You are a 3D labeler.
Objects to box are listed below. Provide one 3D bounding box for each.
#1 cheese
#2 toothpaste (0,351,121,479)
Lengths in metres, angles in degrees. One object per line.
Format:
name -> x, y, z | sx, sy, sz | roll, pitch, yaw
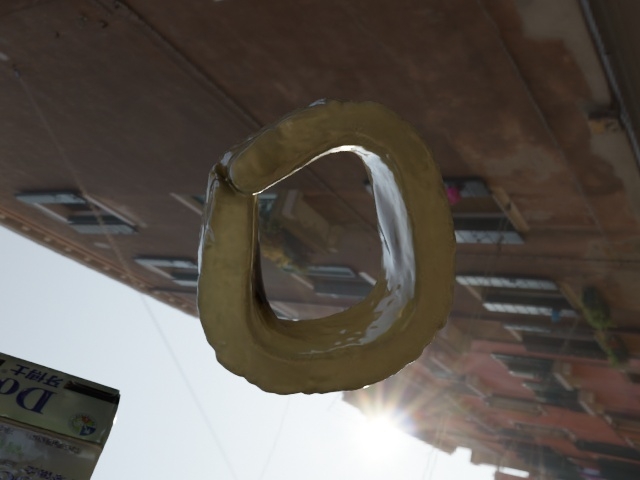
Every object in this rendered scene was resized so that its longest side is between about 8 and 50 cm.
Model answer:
cheese -> -0.002, 0.001, 0.805 | 0.292, 0.153, 0.332 | -5, -81, -10
toothpaste -> -0.322, 0.105, 0.493 | 0.067, 0.337, 0.081 | -91, 26, -59
